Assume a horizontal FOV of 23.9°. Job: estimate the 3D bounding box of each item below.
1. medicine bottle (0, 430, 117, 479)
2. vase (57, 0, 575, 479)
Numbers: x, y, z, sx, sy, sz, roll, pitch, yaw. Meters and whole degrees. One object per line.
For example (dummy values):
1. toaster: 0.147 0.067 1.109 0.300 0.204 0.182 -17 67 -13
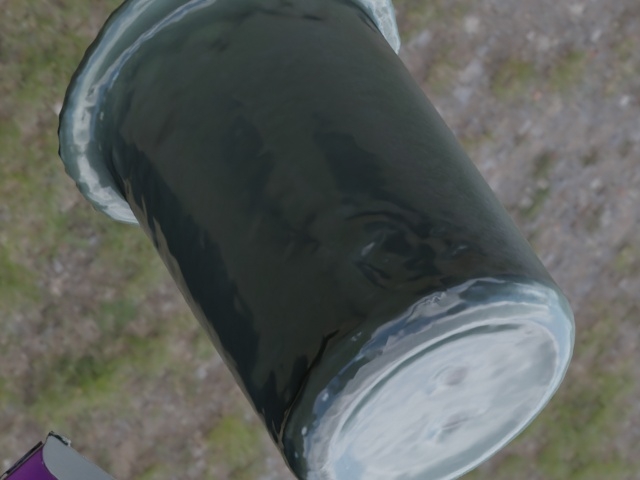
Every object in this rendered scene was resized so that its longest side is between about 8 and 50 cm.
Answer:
1. medicine bottle: -0.158 0.238 0.977 0.171 0.201 0.052 -41 156 -41
2. vase: 0.000 0.000 0.904 0.245 0.291 0.245 -20 143 -15
